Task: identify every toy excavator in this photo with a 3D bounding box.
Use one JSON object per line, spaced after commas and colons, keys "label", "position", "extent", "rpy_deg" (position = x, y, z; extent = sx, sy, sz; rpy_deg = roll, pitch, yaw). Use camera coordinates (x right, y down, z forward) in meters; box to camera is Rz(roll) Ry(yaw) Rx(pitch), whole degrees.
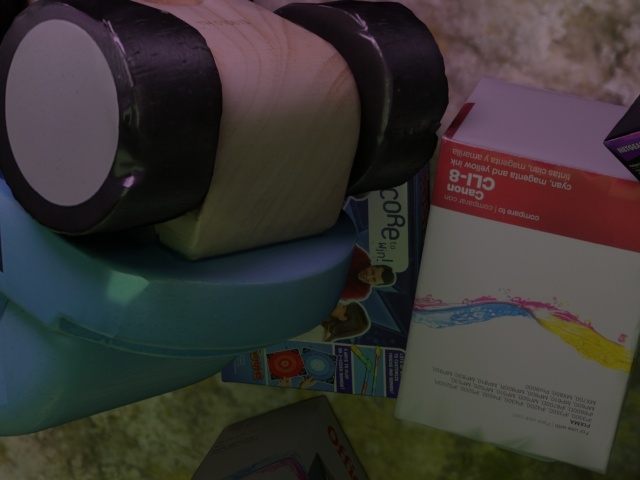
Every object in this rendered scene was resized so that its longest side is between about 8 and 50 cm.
{"label": "toy excavator", "position": [-0.192, 0.023, 0.825], "extent": [0.433, 0.222, 0.445], "rpy_deg": [31, 116, 33]}

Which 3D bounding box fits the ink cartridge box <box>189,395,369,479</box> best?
{"label": "ink cartridge box", "position": [-0.026, 0.219, 0.887], "extent": [0.093, 0.212, 0.154], "rpy_deg": [-21, 104, 20]}

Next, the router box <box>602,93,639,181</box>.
{"label": "router box", "position": [0.242, -0.069, 0.707], "extent": [0.133, 0.179, 0.046], "rpy_deg": [43, 160, -12]}

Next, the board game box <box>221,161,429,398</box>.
{"label": "board game box", "position": [0.000, 0.000, 0.885], "extent": [0.136, 0.035, 0.201], "rpy_deg": [5, 113, 15]}

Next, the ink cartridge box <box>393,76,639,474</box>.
{"label": "ink cartridge box", "position": [0.126, 0.017, 0.802], "extent": [0.127, 0.128, 0.176], "rpy_deg": [13, 115, 11]}
